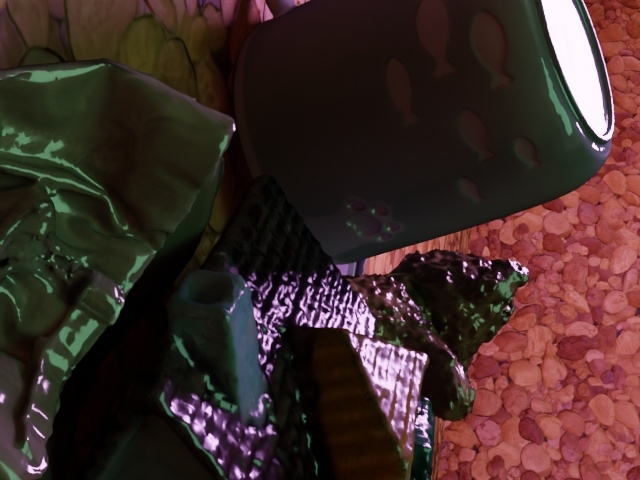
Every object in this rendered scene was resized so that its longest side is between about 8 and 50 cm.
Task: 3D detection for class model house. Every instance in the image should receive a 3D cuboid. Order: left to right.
[{"bbox_3d":[-0.027,0.092,0.568,0.281,0.229,0.249,-72,168,-58],"label":"model house"}]

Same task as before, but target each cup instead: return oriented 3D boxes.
[{"bbox_3d":[0.086,-0.176,0.763,0.357,0.274,0.259,65,32,-15],"label":"cup"}]

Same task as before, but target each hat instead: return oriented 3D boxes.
[{"bbox_3d":[-0.152,0.025,0.448,0.244,0.149,0.214,-37,-156,59],"label":"hat"}]

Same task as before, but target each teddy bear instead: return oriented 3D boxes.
[{"bbox_3d":[0.064,0.143,0.854,0.246,0.222,0.296,0,-102,65],"label":"teddy bear"}]

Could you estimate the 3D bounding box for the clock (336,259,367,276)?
[{"bbox_3d":[0.000,0.001,0.955,0.193,0.073,0.145,52,46,-67],"label":"clock"}]
